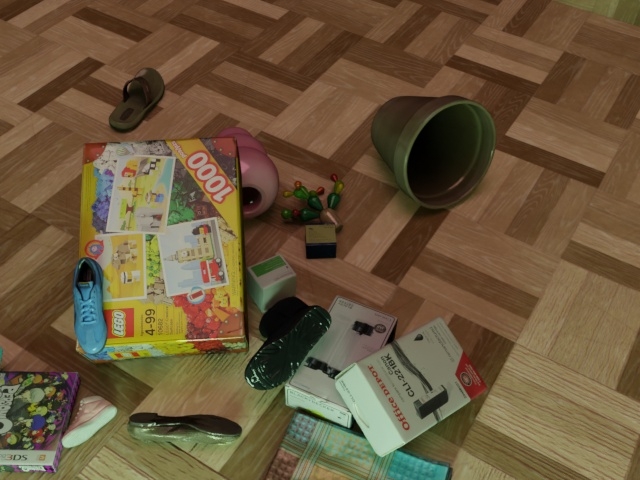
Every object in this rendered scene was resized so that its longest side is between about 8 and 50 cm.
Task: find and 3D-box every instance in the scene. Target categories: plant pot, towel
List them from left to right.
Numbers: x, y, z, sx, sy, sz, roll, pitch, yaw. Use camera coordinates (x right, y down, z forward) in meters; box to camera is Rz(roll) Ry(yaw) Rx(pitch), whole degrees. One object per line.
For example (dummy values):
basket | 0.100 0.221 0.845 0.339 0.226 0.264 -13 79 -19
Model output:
towel | 0.067 0.525 1.530 0.370 0.040 0.271 17 48 13
plant pot | 0.298 -0.290 2.145 0.323 0.323 0.280 -23 35 -21

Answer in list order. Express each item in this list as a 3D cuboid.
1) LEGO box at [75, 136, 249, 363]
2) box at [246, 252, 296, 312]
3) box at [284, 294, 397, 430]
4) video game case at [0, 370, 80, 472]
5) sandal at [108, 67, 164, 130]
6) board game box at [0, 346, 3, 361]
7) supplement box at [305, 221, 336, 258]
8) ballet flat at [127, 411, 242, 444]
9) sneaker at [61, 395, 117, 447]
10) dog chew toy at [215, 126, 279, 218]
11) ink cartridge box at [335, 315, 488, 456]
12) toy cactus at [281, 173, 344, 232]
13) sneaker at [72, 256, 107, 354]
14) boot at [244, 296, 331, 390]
LEGO box | -0.369 0.021 1.758 0.372 0.193 0.500 -4 70 -4
box | -0.125 0.108 1.865 0.101 0.102 0.087 -23 54 -23
box | 0.052 0.282 1.721 0.169 0.087 0.290 19 49 15
video game case | -0.661 0.396 1.620 0.210 0.042 0.232 2 47 0
sandal | -0.596 -0.474 2.396 0.120 0.086 0.303 9 48 6
board game box | -0.844 0.377 1.574 0.253 0.079 0.336 -12 46 2
supplement box | 0.000 0.000 2.000 0.083 0.056 0.083 -2 48 -4
ballet flat | -0.297 0.420 1.608 0.249 0.058 0.084 5 12 -5
sneaker | -0.524 0.395 1.622 0.070 0.051 0.134 33 51 28
dog chew toy | -0.234 -0.211 2.099 0.206 0.207 0.332 -8 41 -10
ink cartridge box | 0.198 0.315 1.608 0.272 0.114 0.197 -22 72 -34
toy cactus | 0.002 -0.102 2.077 0.219 0.112 0.180 -25 62 -34
sneaker | -0.498 0.137 1.566 0.069 0.082 0.209 -6 72 -6
boot | -0.100 0.235 1.715 0.246 0.207 0.094 -45 106 -16
